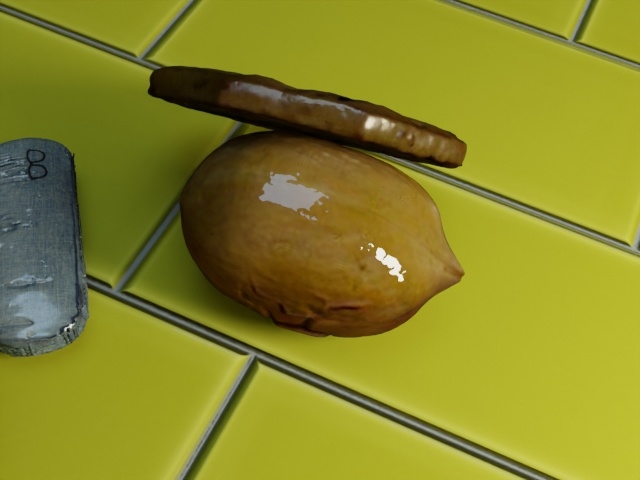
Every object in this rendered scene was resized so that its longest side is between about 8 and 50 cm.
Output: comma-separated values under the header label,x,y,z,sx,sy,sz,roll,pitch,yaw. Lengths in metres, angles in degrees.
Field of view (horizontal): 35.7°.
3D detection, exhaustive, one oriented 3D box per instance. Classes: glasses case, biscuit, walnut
label,x,y,z,sx,sy,sz,roll,pitch,yaw
glasses case,-0.308,-0.001,1.057,0.109,0.067,0.282,-7,51,-10
biscuit,-0.008,-0.132,1.071,0.359,0.359,0.046,15,94,5
walnut,0.000,0.000,1.013,0.298,0.203,0.203,19,52,7
